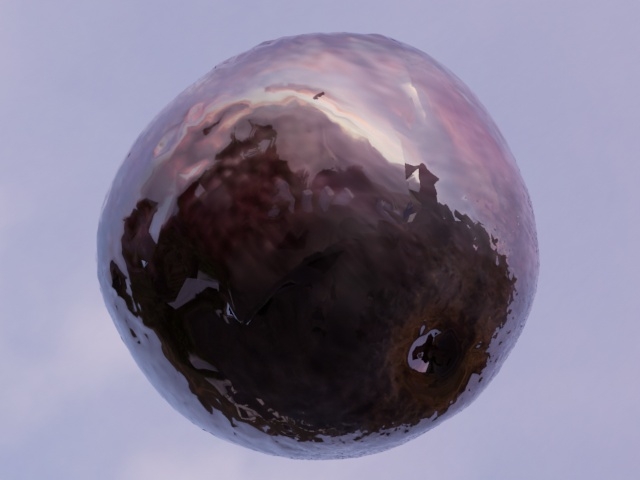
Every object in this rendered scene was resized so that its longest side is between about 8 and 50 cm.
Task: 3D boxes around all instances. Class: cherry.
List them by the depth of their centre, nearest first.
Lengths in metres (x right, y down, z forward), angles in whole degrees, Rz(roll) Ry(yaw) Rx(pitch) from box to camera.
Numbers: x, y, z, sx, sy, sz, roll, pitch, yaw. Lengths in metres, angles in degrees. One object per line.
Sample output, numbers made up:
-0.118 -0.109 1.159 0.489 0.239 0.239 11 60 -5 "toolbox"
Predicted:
0.006 0.005 0.816 0.195 0.195 0.195 6 -72 20 "cherry"
